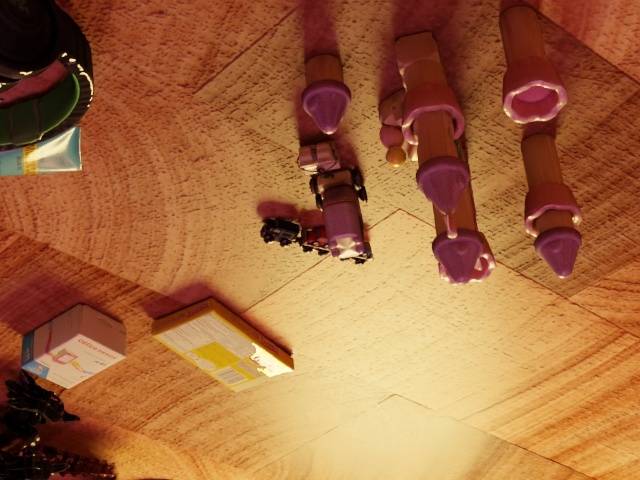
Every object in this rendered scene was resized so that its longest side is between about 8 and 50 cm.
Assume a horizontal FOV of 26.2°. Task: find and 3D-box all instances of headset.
[{"bbox_3d":[-0.376,-0.167,1.330,0.243,0.185,0.394,-16,154,15],"label":"headset"}]

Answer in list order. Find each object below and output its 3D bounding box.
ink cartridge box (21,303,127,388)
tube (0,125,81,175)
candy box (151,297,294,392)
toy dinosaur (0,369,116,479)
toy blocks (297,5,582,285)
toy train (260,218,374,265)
[{"bbox_3d":[-0.336,0.145,1.883,0.122,0.052,0.088,-30,137,29],"label":"ink cartridge box"},{"bbox_3d":[-0.374,-0.098,1.550,0.207,0.052,0.080,-5,152,-13],"label":"tube"},{"bbox_3d":[-0.135,0.150,1.932,0.105,0.027,0.206,-24,140,22],"label":"candy box"},{"bbox_3d":[-0.461,0.296,2.041,0.322,0.164,0.218,-4,164,-33],"label":"toy dinosaur"},{"bbox_3d":[0.125,-0.045,1.491,0.309,0.260,0.289,-11,144,9],"label":"toy blocks"},{"bbox_3d":[0.000,0.000,1.741,0.158,0.027,0.036,14,130,-23],"label":"toy train"}]
